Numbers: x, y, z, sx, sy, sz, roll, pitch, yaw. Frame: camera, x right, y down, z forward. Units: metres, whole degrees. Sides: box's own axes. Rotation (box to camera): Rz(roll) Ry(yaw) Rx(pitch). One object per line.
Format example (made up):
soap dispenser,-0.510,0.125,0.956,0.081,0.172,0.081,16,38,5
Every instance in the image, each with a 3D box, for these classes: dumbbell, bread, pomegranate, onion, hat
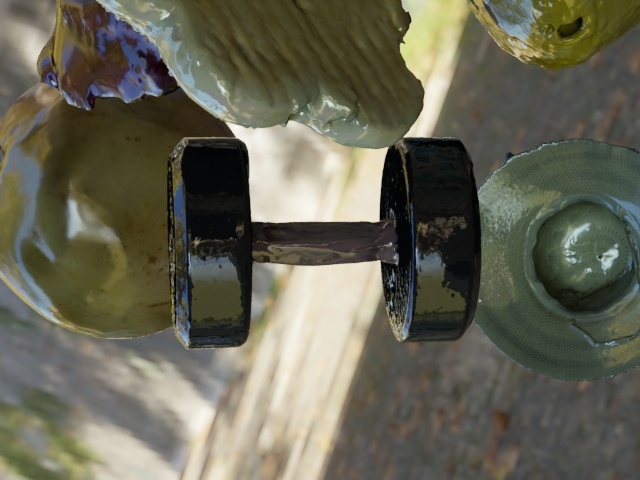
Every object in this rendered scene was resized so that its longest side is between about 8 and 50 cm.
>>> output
dumbbell,0.000,0.000,1.388,0.152,0.218,0.152,179,90,-83
bread,-0.049,-0.149,0.893,0.039,0.182,0.251,-49,47,42
bread,0.196,-0.244,1.590,0.170,0.197,0.197,-31,-12,-19
pomegranate,-0.210,-0.039,2.071,0.319,0.319,0.319,-161,90,-87
onion,-0.108,-0.227,1.346,0.280,0.146,0.314,-46,30,-7
hat,0.272,0.017,1.959,0.110,0.252,0.252,0,-69,-69
